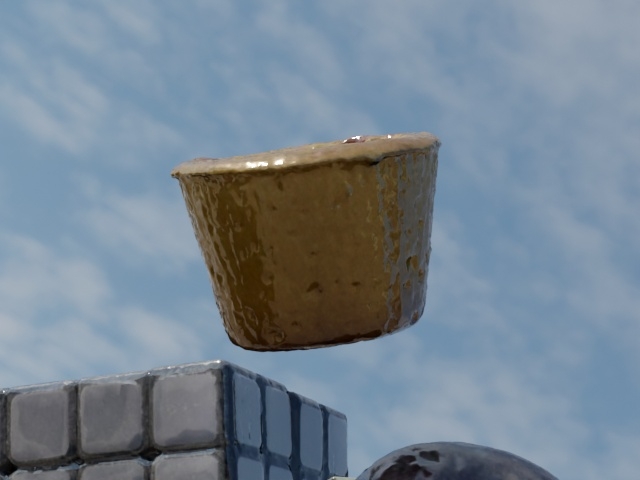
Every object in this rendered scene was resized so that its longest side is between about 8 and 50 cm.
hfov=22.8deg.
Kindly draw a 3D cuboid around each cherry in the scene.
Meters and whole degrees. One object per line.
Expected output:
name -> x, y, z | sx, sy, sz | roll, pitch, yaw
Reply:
cherry -> 0.096, 0.241, 1.133 | 0.195, 0.195, 0.195 | 20, -32, 13

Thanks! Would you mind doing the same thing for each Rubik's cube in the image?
Rubik's cube -> -0.178, 0.330, 1.673 | 0.344, 0.344, 0.337 | -8, -16, 20

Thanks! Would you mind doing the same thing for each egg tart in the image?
egg tart -> 0.000, 0.000, 1.174 | 0.202, 0.202, 0.147 | -5, -86, 42

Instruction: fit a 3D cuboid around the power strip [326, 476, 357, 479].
power strip -> 0.048, 0.249, 1.497 | 0.191, 0.030, 0.047 | 13, -51, -45
